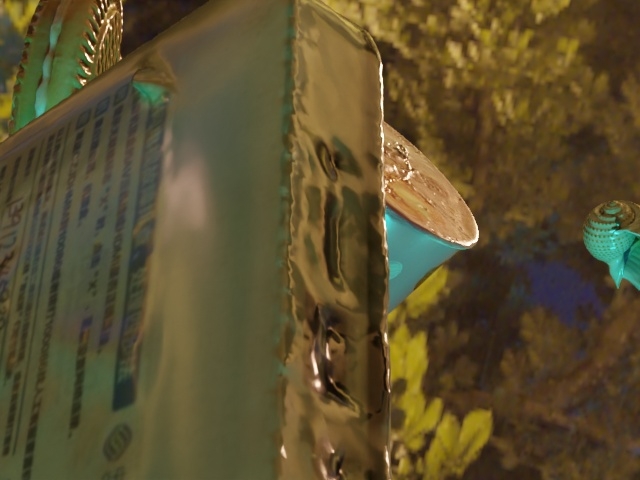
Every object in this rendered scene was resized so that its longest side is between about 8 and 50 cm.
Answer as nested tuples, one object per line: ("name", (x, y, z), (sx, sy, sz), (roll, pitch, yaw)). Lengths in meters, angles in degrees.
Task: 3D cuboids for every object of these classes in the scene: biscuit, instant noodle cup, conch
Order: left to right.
("biscuit", (-0.252, -0.146, 1.413), (0.079, 0.259, 0.259), (10, -139, -2))
("instant noodle cup", (0.000, 0.000, 1.474), (0.243, 0.231, 0.243), (36, -161, -15))
("conch", (0.262, 0.000, 1.199), (0.076, 0.085, 0.057), (10, -119, 37))

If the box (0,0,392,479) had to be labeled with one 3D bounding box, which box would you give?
("box", (-0.128, 0.084, 0.791), (0.111, 0.396, 0.396), (31, -133, -37))
